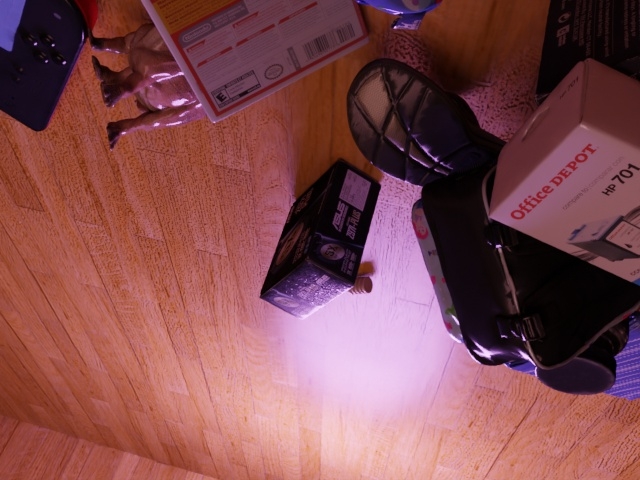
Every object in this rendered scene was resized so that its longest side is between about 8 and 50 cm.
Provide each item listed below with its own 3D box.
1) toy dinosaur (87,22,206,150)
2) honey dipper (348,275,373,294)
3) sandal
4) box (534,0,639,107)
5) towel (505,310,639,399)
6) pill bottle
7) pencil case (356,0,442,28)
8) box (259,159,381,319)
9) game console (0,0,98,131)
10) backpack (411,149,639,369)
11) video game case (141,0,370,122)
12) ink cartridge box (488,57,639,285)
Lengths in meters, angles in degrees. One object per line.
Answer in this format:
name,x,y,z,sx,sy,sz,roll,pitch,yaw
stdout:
toy dinosaur,-0.173,-0.203,0.853,0.200,0.127,0.296,-11,168,-17
honey dipper,0.019,0.083,1.219,0.160,0.030,0.030,-6,138,38
sandal,0.147,-0.122,0.830,0.302,0.086,0.120,26,131,-34
box,0.422,-0.128,0.605,0.312,0.179,0.343,-18,131,44
towel,0.479,0.181,1.058,0.336,0.040,0.243,18,148,-30
pill bottle,0.336,0.081,0.894,0.122,0.219,0.123,13,145,9
pencil case,0.069,-0.328,0.546,0.119,0.133,0.306,43,153,25
box,0.000,0.000,0.978,0.077,0.180,0.147,29,145,-16
game console,-0.497,-0.322,0.885,0.386,0.060,0.342,33,143,-18
backpack,0.240,0.003,0.749,0.191,0.253,0.225,-8,103,64
video game case,-0.081,-0.273,0.682,0.204,0.025,0.285,-28,135,-1
ink cartridge box,0.260,-0.044,0.573,0.190,0.082,0.140,22,147,-6
